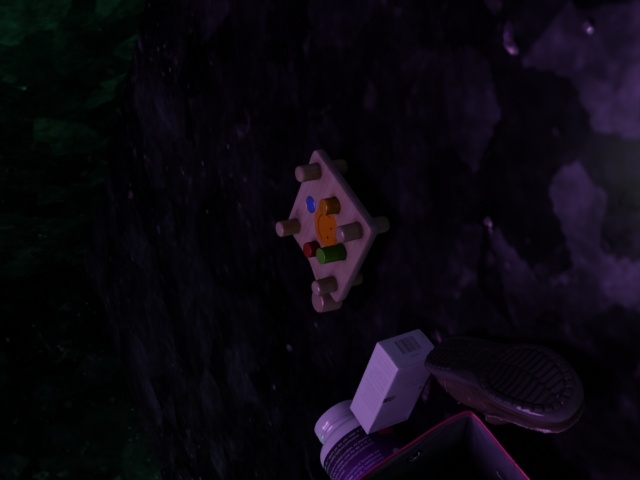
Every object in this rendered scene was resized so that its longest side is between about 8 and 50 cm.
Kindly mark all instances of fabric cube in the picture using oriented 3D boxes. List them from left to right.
[{"bbox_3d":[0.240,0.514,1.404,0.259,0.254,0.258,51,161,34],"label":"fabric cube"}]

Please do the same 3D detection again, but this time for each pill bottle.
[{"bbox_3d":[0.121,0.515,1.731,0.323,0.181,0.182,51,141,36],"label":"pill bottle"}]

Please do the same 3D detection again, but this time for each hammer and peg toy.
[{"bbox_3d":[0.000,0.000,1.781,0.266,0.127,0.361,58,144,29],"label":"hammer and peg toy"}]

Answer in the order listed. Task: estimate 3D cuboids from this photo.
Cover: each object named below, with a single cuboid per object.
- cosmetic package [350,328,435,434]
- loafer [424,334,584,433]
[{"bbox_3d":[0.155,0.302,1.657,0.085,0.117,0.231,53,143,36],"label":"cosmetic package"},{"bbox_3d":[0.333,0.257,1.367,0.130,0.134,0.366,56,164,-18],"label":"loafer"}]
